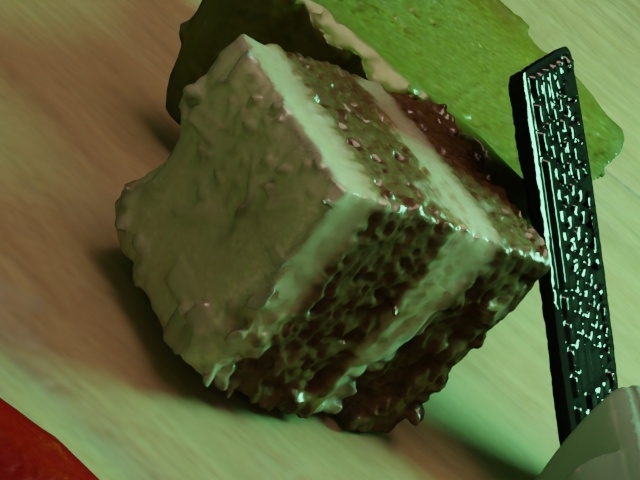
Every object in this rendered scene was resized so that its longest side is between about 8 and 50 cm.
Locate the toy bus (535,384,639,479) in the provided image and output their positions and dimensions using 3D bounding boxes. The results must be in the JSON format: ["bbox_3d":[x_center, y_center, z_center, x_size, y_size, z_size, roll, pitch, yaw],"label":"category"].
[{"bbox_3d":[0.168,0.186,0.731,0.165,0.133,0.271,26,25,-13],"label":"toy bus"}]

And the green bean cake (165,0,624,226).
[{"bbox_3d":[0.041,-0.075,1.015,0.233,0.124,0.236,42,26,8],"label":"green bean cake"}]

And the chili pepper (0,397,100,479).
[{"bbox_3d":[-0.099,0.139,0.541,0.137,0.092,0.368,-11,43,-34],"label":"chili pepper"}]

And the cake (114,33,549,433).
[{"bbox_3d":[0.000,0.000,0.819,0.147,0.135,0.134,15,32,-48],"label":"cake"}]

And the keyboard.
[{"bbox_3d":[0.128,0.031,0.877,0.087,0.017,0.250,-31,114,-61],"label":"keyboard"}]
